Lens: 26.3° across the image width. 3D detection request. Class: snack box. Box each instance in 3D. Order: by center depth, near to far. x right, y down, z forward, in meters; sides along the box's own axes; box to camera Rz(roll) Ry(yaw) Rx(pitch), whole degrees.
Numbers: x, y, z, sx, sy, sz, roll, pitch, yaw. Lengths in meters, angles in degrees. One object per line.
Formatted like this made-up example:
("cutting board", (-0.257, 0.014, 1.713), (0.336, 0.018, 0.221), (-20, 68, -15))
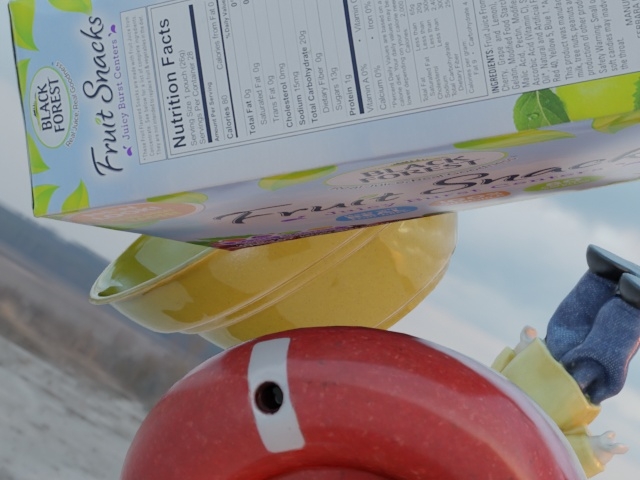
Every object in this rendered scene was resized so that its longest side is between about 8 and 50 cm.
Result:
("snack box", (0.035, -0.047, 0.435), (0.207, 0.070, 0.174), (-10, -6, 13))

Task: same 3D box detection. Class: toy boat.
("toy boat", (0.006, 0.138, 0.377), (0.151, 0.231, 0.151), (-12, -10, 18))

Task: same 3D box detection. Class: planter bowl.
("planter bowl", (0.000, 0.000, 0.672), (0.090, 0.217, 0.217), (56, -12, -11))

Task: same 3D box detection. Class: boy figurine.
("boy figurine", (0.202, 0.150, 1.178), (0.092, 0.285, 0.177), (23, 13, -30))
